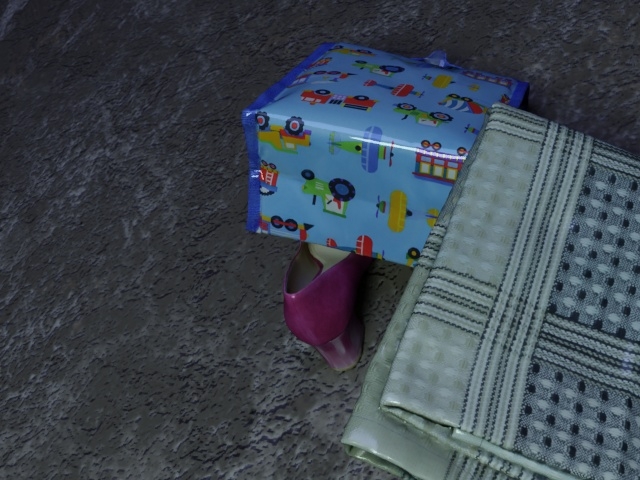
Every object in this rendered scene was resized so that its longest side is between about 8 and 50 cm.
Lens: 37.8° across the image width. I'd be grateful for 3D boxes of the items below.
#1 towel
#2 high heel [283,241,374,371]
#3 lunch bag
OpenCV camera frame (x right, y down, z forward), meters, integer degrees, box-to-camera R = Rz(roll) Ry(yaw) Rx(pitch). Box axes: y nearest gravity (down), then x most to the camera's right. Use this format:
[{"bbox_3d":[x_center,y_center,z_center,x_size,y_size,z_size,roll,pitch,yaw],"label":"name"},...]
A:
[{"bbox_3d":[0.212,0.073,0.658,0.312,0.056,0.324,25,63,2],"label":"towel"},{"bbox_3d":[0.000,0.000,0.904,0.082,0.117,0.244,-11,47,21],"label":"high heel"},{"bbox_3d":[0.080,-0.119,0.913,0.221,0.138,0.293,13,39,13],"label":"lunch bag"}]
